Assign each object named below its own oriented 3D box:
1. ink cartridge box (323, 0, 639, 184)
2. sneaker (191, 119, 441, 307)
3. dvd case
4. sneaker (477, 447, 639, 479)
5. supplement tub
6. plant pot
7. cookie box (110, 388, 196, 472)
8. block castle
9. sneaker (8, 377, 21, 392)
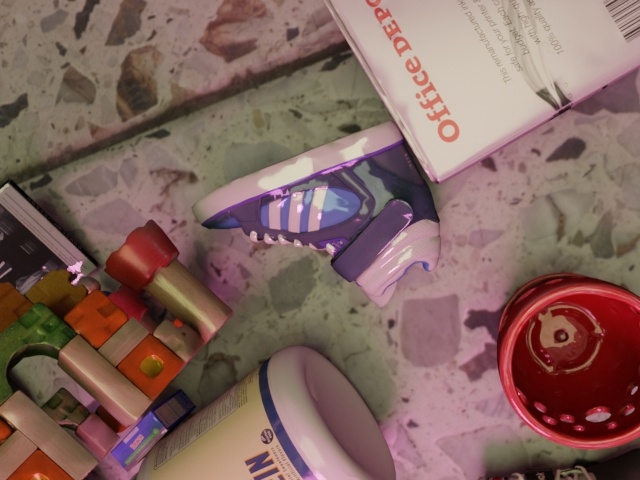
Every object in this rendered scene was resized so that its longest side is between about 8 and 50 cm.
[{"bbox_3d":[0.238,-0.287,0.773,0.394,0.166,0.286,-30,87,11],"label":"ink cartridge box"},{"bbox_3d":[0.000,0.000,0.857,0.322,0.130,0.237,-19,99,20],"label":"sneaker"},{"bbox_3d":[-0.485,0.051,0.942,0.238,0.029,0.179,-40,114,-1],"label":"dvd case"},{"bbox_3d":[0.285,0.354,0.825,0.330,0.122,0.146,-40,87,10],"label":"sneaker"},{"bbox_3d":[-0.090,0.319,0.837,0.324,0.235,0.235,-39,86,10],"label":"supplement tub"},{"bbox_3d":[0.310,0.136,0.780,0.190,0.174,0.191,0,93,10],"label":"plant pot"},{"bbox_3d":[-0.242,0.276,0.928,0.040,0.107,0.092,45,100,5],"label":"cookie box"},{"bbox_3d":[-0.339,0.192,0.747,0.213,0.453,0.303,42,145,-1],"label":"block castle"},{"bbox_3d":[-0.579,0.279,1.013,0.222,0.083,0.118,-33,82,1],"label":"sneaker"}]
